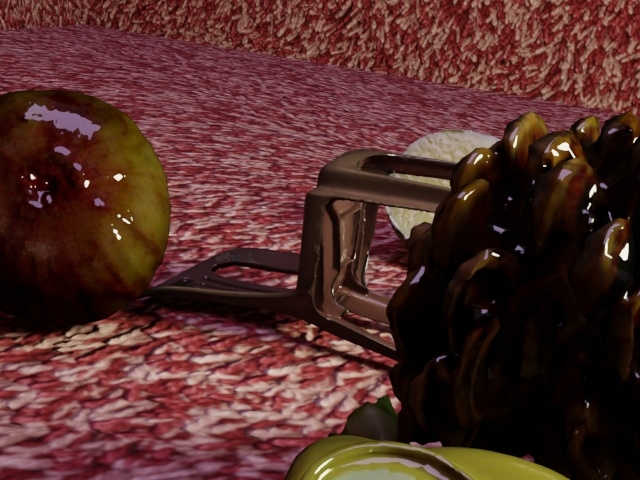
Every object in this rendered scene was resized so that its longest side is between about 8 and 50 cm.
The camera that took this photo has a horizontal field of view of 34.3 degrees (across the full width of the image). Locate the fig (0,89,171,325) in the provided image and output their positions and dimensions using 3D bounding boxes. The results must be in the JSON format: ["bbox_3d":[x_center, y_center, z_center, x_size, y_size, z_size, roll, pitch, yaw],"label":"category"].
[{"bbox_3d":[-0.237,-0.020,1.009,0.217,0.216,0.321,7,-7,1],"label":"fig"}]

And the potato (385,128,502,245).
[{"bbox_3d":[0.180,-0.028,1.279,0.202,0.182,0.117,18,-25,13],"label":"potato"}]

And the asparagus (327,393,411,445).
[{"bbox_3d":[0.050,0.164,0.638,0.080,0.080,0.287,2,18,-17],"label":"asparagus"}]

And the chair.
[{"bbox_3d":[0.000,0.000,0.985,0.327,0.183,0.175,13,16,17],"label":"chair"}]

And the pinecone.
[{"bbox_3d":[0.156,0.040,0.563,0.244,0.243,0.257,-5,4,-35],"label":"pinecone"}]

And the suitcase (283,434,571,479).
[{"bbox_3d":[0.052,0.182,0.399,0.194,0.143,0.235,10,29,11],"label":"suitcase"}]
